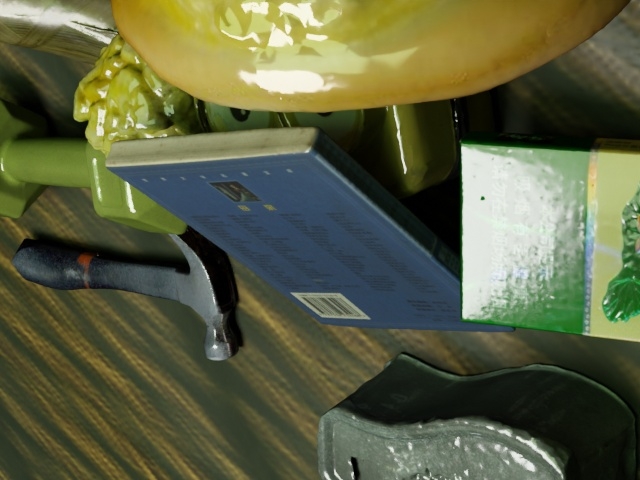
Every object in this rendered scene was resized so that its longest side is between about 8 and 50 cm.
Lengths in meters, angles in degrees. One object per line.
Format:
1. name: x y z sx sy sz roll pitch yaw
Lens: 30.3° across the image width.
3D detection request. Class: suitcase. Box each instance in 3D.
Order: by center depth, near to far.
1. suitcase: 0.007 -0.138 0.828 0.193 0.143 0.235 2 110 39

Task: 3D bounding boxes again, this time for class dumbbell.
1. dumbbell: -0.227 -0.071 1.075 0.301 0.108 0.122 4 108 39

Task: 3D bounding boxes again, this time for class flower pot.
1. flower pot: 0.111 0.155 0.888 0.229 0.108 0.103 1 108 39

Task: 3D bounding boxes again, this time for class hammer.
1. hammer: -0.200 0.027 1.142 0.289 0.037 0.137 8 113 37

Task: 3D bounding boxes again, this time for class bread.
1. bread: 0.005 -0.199 0.618 0.315 0.211 0.270 1 89 24

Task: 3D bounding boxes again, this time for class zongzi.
1. zongzi: -0.211 -0.178 0.961 0.194 0.197 0.099 39 145 18

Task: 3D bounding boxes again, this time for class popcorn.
1. popcorn: -0.123 -0.110 0.906 0.116 0.106 0.121 32 112 39

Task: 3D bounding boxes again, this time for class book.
1. book: 0.000 0.000 0.851 0.190 0.025 0.269 -1 152 40

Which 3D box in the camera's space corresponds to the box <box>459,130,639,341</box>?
1. box: 0.205 0.001 0.755 0.235 0.034 0.132 6 111 21
